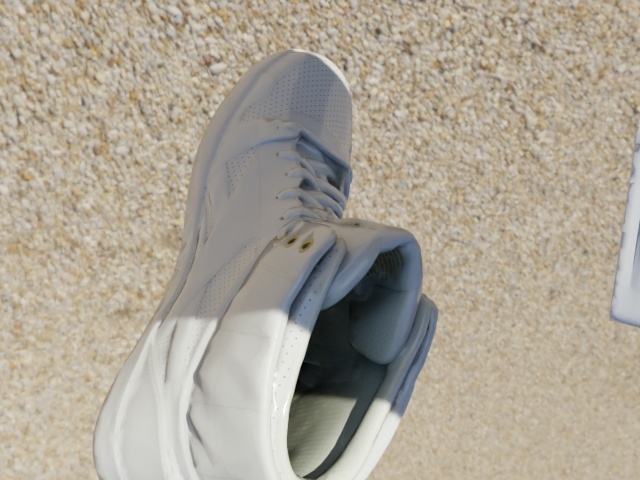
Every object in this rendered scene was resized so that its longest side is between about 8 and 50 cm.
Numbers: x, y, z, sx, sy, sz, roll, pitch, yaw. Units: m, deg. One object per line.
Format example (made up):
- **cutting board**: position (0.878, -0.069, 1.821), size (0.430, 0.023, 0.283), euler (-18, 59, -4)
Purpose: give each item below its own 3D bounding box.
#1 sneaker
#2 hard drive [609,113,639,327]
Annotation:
- **sneaker**: position (0.000, 0.000, 0.409), size (0.108, 0.293, 0.169), euler (33, 149, -31)
- **hard drive**: position (0.396, 0.015, 0.589), size (0.040, 0.318, 0.210), euler (-47, 141, -43)
